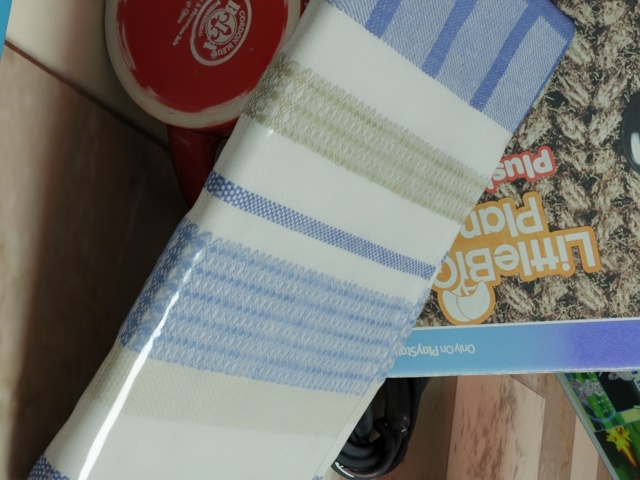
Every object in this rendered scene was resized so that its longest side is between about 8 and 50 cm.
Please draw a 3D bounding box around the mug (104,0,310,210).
[{"bbox_3d":[-0.011,-0.071,0.634,0.169,0.113,0.150,0,91,-65],"label":"mug"}]

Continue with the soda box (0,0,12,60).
[{"bbox_3d":[-0.124,-0.110,0.392,0.071,0.067,0.210,34,62,-65],"label":"soda box"}]

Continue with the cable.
[{"bbox_3d":[0.046,0.070,0.884,0.184,0.047,0.151,4,89,-69],"label":"cable"}]

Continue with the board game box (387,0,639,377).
[{"bbox_3d":[0.129,-0.087,0.754,0.141,0.232,0.291,-25,107,-59],"label":"board game box"}]

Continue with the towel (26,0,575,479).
[{"bbox_3d":[0.000,0.000,0.603,0.285,0.034,0.209,-61,152,6],"label":"towel"}]

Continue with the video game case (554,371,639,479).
[{"bbox_3d":[0.237,0.051,0.921,0.036,0.300,0.329,-27,86,-27],"label":"video game case"}]
